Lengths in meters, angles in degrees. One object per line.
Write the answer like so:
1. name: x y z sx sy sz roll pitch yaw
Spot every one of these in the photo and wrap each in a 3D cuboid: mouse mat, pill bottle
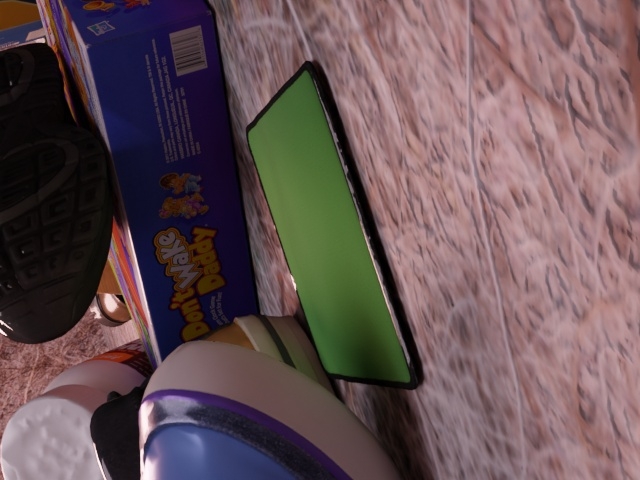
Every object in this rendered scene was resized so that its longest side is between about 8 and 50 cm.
1. mouse mat: 0.000 0.000 0.613 0.189 0.007 0.153 160 92 -78
2. pill bottle: -0.158 0.149 0.999 0.221 0.121 0.121 -19 -89 -70

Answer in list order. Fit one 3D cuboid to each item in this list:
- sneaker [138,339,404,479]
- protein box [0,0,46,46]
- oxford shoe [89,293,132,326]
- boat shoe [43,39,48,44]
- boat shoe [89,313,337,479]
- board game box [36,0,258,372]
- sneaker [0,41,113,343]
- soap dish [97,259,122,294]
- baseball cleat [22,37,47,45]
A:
1. sneaker: -0.041 0.235 0.570 0.236 0.130 0.323 -59 -37 -42
2. protein box: -0.314 -0.250 1.133 0.201 0.199 0.136 -167 59 -74
3. oxford shoe: -0.261 -0.011 1.544 0.096 0.083 0.227 -25 81 54
4. boat shoe: -0.243 -0.040 1.050 0.113 0.302 0.103 16 155 33
5. boat shoe: -0.075 0.240 0.875 0.500 0.156 0.187 93 153 -51
6. board game box: -0.127 -0.064 0.885 0.233 0.078 0.347 -121 18 -44
7. sneaker: -0.179 -0.020 0.800 0.286 0.109 0.130 -111 4 -53
8. soap dish: -0.253 -0.075 1.297 0.291 0.118 0.229 -145 39 -67
9. baseball cleat: -0.361 -0.268 1.584 0.109 0.072 0.206 63 170 7
